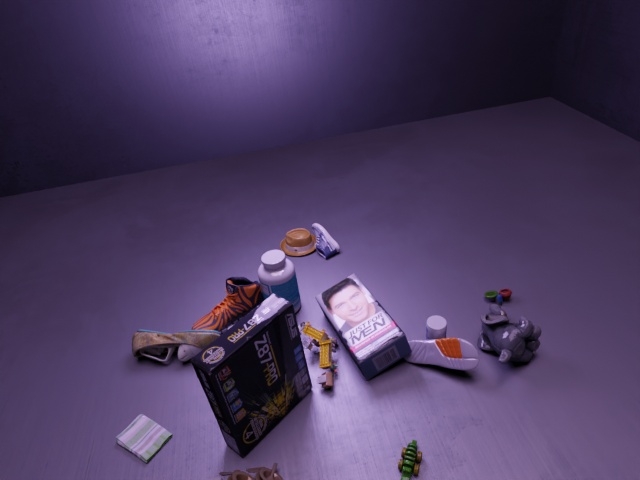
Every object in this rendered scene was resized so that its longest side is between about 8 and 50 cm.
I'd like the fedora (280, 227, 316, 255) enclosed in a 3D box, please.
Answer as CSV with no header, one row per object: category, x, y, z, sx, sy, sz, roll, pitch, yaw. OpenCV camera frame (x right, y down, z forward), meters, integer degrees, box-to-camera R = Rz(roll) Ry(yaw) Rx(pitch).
fedora,-0.104,-0.005,2.235,0.195,0.079,0.194,-6,35,4

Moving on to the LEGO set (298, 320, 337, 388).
LEGO set,0.012,0.395,1.659,0.132,0.107,0.287,-47,45,5

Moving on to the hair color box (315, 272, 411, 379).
hair color box,0.145,0.299,1.689,0.186,0.113,0.374,-31,38,-7

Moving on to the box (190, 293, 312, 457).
box,-0.187,0.405,1.396,0.097,0.394,0.318,19,42,36

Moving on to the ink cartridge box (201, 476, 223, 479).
ink cartridge box,-0.307,0.742,1.135,0.172,0.168,0.232,-11,34,-2

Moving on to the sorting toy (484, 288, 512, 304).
sorting toy,0.690,0.220,1.797,0.102,0.042,0.061,-13,18,14

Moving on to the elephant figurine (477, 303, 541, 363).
elephant figurine,0.613,0.313,1.605,0.239,0.186,0.169,28,91,54

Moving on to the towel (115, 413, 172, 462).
towel,-0.562,0.625,1.481,0.152,0.023,0.113,15,42,29

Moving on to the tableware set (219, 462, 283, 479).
tableware set,-0.165,0.643,1.249,0.128,0.194,0.039,27,89,39

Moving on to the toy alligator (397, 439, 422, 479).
toy alligator,0.242,0.628,1.288,0.056,0.051,0.189,7,38,22

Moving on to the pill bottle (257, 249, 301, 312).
pill bottle,-0.164,0.168,1.840,0.147,0.263,0.146,-5,35,4

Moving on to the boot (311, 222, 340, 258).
boot,0.000,0.000,2.183,0.086,0.069,0.190,-32,61,-25

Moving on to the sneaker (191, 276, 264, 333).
sneaker,-0.377,0.246,1.844,0.321,0.179,0.125,-29,40,-27

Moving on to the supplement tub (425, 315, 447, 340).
supplement tub,0.407,0.325,1.638,0.071,0.107,0.071,-6,35,4

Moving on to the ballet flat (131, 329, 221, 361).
ballet flat,-0.542,0.397,1.740,0.349,0.123,0.123,-1,36,9

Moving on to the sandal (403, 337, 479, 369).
sandal,0.410,0.378,1.582,0.266,0.101,0.076,-3,-12,35

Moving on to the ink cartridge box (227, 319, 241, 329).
ink cartridge box,-0.248,0.372,1.739,0.115,0.067,0.198,-29,42,-28
